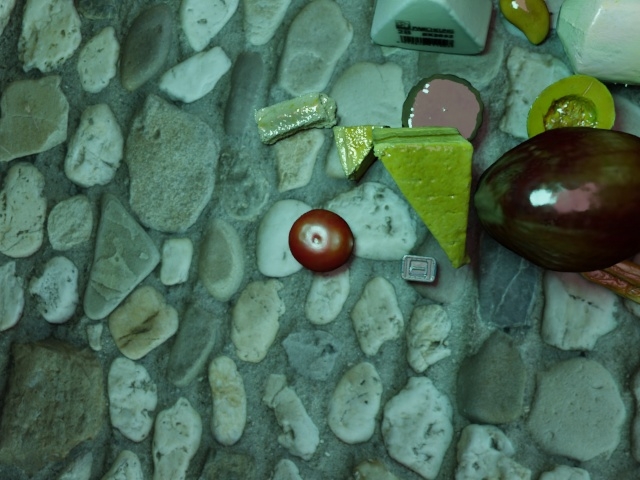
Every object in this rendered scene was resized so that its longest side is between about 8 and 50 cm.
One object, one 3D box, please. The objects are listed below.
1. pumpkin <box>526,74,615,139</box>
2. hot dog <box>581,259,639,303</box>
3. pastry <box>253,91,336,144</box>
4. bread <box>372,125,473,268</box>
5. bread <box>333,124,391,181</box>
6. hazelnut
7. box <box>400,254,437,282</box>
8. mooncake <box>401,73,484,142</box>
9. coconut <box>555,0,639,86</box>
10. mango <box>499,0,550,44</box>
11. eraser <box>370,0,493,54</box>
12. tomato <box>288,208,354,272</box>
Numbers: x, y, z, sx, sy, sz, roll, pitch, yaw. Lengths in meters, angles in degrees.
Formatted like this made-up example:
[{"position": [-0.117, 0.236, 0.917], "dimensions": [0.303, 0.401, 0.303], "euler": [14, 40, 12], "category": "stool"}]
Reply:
[{"position": [0.655, -0.328, 1.277], "dimensions": [0.218, 0.110, 0.217], "euler": [2, 107, 5], "category": "pumpkin"}, {"position": [0.813, 0.102, 1.245], "dimensions": [0.249, 0.076, 0.102], "euler": [25, 130, 14], "category": "hot dog"}, {"position": [-0.078, -0.377, 1.457], "dimensions": [0.259, 0.089, 0.121], "euler": [-10, 98, 15], "category": "pastry"}, {"position": [0.264, -0.102, 1.237], "dimensions": [0.245, 0.233, 0.361], "euler": [-2, 114, 6], "category": "bread"}, {"position": [0.137, -0.267, 1.374], "dimensions": [0.160, 0.140, 0.169], "euler": [-13, 88, 21], "category": "bread"}, {"position": [0.575, -0.098, 1.129], "dimensions": [0.422, 0.421, 0.352], "euler": [17, 107, 13], "category": "hazelnut"}, {"position": [0.284, 0.081, 1.370], "dimensions": [0.100, 0.054, 0.074], "euler": [5, 87, 12], "category": "box"}, {"position": [0.341, -0.347, 1.345], "dimensions": [0.229, 0.124, 0.227], "euler": [1, 93, 11], "category": "mooncake"}, {"position": [0.755, -0.543, 1.178], "dimensions": [0.310, 0.297, 0.297], "euler": [21, 92, 27], "category": "coconut"}, {"position": [0.576, -0.639, 1.325], "dimensions": [0.102, 0.085, 0.184], "euler": [-37, 86, 9], "category": "mango"}, {"position": [0.282, -0.640, 1.327], "dimensions": [0.332, 0.331, 0.149], "euler": [14, 92, 13], "category": "eraser"}, {"position": [0.000, 0.000, 1.394], "dimensions": [0.195, 0.136, 0.194], "euler": [-1, 87, 12], "category": "tomato"}]
